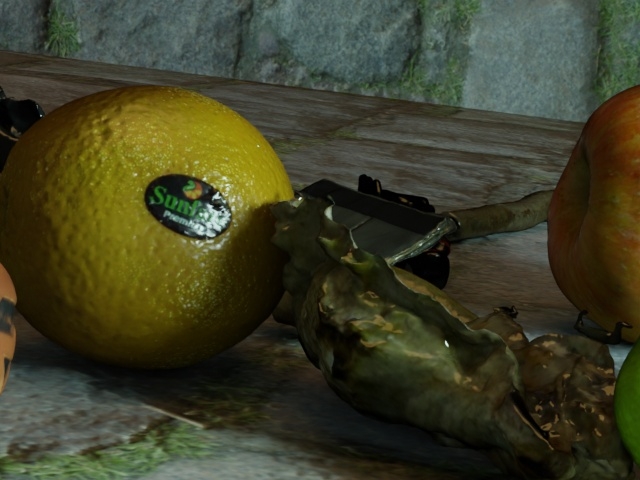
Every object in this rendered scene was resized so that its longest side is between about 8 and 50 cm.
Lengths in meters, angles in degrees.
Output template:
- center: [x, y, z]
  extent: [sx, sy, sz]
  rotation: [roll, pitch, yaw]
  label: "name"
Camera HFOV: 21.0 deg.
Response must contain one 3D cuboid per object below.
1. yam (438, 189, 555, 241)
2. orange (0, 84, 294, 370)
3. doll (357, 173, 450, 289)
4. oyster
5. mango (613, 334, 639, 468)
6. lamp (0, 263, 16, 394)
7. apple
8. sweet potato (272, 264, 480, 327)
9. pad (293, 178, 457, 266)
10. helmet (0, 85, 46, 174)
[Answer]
- center: [0.240, -0.034, 2.086]
  extent: [0.045, 0.045, 0.327]
  rotation: [-15, -3, 38]
  label: "yam"
- center: [-0.131, -0.010, 1.311]
  extent: [0.236, 0.236, 0.236]
  rotation: [5, 11, -1]
  label: "orange"
- center: [0.061, -0.007, 1.775]
  extent: [0.127, 0.088, 0.249]
  rotation: [23, 14, -20]
  label: "doll"
- center: [0.095, 0.077, 1.196]
  extent: [0.198, 0.133, 0.337]
  rotation: [18, 6, -46]
  label: "oyster"
- center: [0.294, 0.082, 1.124]
  extent: [0.156, 0.192, 0.343]
  rotation: [-34, -14, 36]
  label: "mango"
- center: [-0.279, 0.061, 1.034]
  extent: [0.187, 0.164, 0.187]
  rotation: [15, -12, 3]
  label: "lamp"
- center: [0.336, -0.018, 1.535]
  extent: [0.241, 0.242, 0.242]
  rotation: [10, 10, -11]
  label: "apple"
- center: [0.057, 0.061, 1.440]
  extent: [0.243, 0.077, 0.077]
  rotation: [15, 13, 15]
  label: "sweet potato"
- center: [0.000, 0.001, 1.676]
  extent: [0.174, 0.022, 0.233]
  rotation: [-32, 28, -26]
  label: "pad"
- center: [-0.284, -0.037, 1.544]
  extent: [0.198, 0.154, 0.253]
  rotation: [39, -18, 15]
  label: "helmet"
